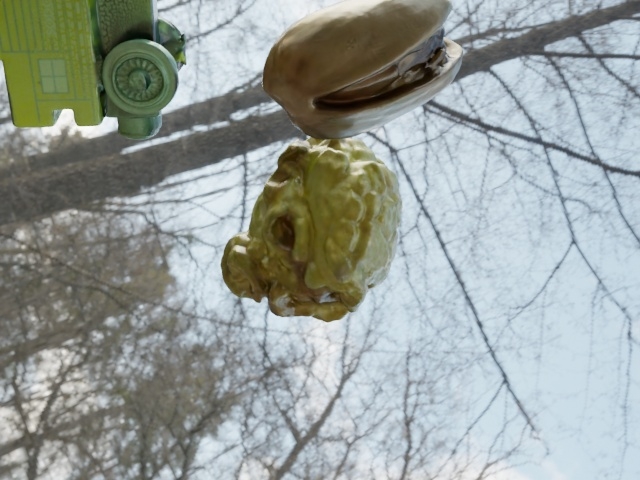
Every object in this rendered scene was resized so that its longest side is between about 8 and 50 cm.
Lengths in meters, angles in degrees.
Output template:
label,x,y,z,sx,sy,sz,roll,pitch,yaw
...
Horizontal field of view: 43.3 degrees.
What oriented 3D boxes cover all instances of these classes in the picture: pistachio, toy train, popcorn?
label,x,y,z,sx,sy,sz,roll,pitch,yaw
pistachio,0.044,-0.179,0.800,0.131,0.206,0.130,51,-19,45
toy train,-0.323,-0.344,1.069,0.179,0.272,0.442,-102,-168,-61
popcorn,0.000,0.000,1.111,0.286,0.173,0.225,-54,-127,15
